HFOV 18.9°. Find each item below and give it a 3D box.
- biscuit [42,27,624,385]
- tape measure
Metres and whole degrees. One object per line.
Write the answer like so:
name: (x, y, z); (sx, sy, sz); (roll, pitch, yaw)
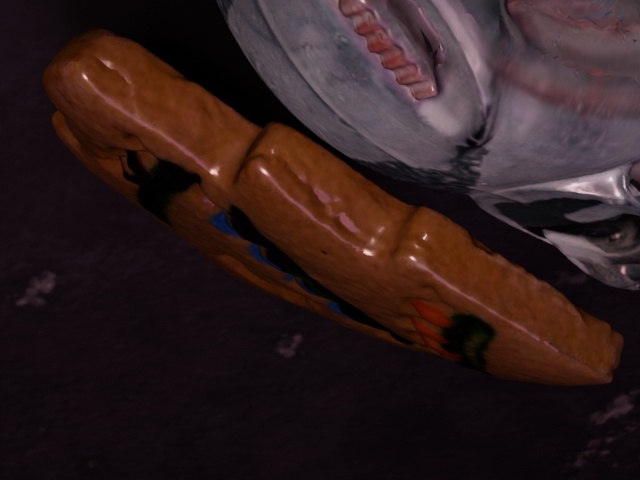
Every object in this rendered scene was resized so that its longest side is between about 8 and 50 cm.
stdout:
biscuit: (-0.001, 0.001, 0.890); (0.043, 0.301, 0.278); (-60, 151, -11)
tape measure: (0.089, -0.142, 0.780); (0.275, 0.256, 0.147); (30, 163, -22)
